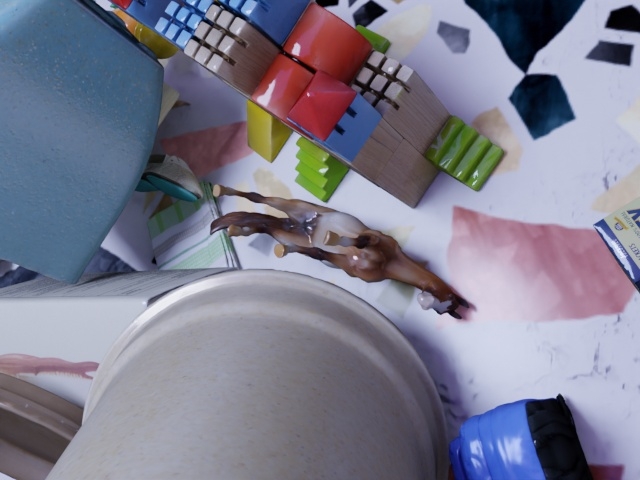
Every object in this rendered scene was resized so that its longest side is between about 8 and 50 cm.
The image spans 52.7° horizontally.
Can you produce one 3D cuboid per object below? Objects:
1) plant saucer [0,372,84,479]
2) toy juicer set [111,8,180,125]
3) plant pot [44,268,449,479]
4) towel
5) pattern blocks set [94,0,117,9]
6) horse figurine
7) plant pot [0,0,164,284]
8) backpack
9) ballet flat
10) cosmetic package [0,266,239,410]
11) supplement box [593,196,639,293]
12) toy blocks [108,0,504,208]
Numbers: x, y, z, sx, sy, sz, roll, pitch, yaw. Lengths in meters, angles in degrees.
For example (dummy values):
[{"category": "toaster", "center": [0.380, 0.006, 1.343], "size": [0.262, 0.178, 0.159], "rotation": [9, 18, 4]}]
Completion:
[{"category": "plant saucer", "center": [-0.310, 0.217, 0.701], "size": [0.278, 0.278, 0.041], "rotation": [-3, 46, 30]}, {"category": "toy juicer set", "center": [-0.247, -0.187, 0.859], "size": [0.209, 0.089, 0.329], "rotation": [-40, 50, 13]}, {"category": "plant pot", "center": [-0.060, 0.202, 0.438], "size": [0.334, 0.305, 0.333], "rotation": [0, 95, 3]}, {"category": "towel", "center": [-0.161, 0.013, 0.793], "size": [0.113, 0.023, 0.152], "rotation": [-31, 63, 19]}, {"category": "pattern blocks set", "center": [-0.325, -0.501, 1.028], "size": [0.285, 0.026, 0.324], "rotation": [-14, 70, 27]}, {"category": "horse figurine", "center": [0.000, 0.000, 0.639], "size": [0.263, 0.174, 0.066], "rotation": [20, 96, 46]}, {"category": "plant pot", "center": [-0.312, -0.152, 0.681], "size": [0.252, 0.247, 0.248], "rotation": [-48, 50, 6]}, {"category": "backpack", "center": [0.154, 0.180, 0.505], "size": [0.101, 0.120, 0.098], "rotation": [-28, 65, 21]}, {"category": "ballet flat", "center": [-0.197, -0.086, 0.811], "size": [0.168, 0.057, 0.052], "rotation": [12, 70, 43]}, {"category": "cosmetic package", "center": [-0.243, 0.109, 0.724], "size": [0.296, 0.153, 0.129], "rotation": [-4, 97, 31]}, {"category": "supplement box", "center": [0.273, -0.003, 0.508], "size": [0.083, 0.083, 0.056], "rotation": [-35, 61, 19]}, {"category": "toy blocks", "center": [-0.036, -0.174, 0.631], "size": [0.381, 0.261, 0.190], "rotation": [38, 97, 32]}]
